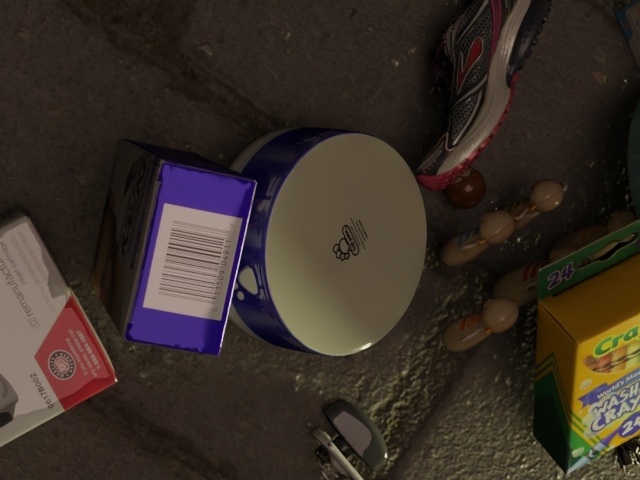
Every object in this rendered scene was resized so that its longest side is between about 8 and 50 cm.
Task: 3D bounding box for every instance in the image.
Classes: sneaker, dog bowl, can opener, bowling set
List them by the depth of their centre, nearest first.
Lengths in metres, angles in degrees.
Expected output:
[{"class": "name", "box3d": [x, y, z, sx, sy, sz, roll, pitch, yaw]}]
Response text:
[{"class": "dog bowl", "box3d": [0.000, 0.000, 1.641, 0.264, 0.104, 0.265, -6, 99, -42]}, {"class": "bowling set", "box3d": [0.230, -0.010, 1.709, 0.287, 0.154, 0.200, -36, 91, -34]}, {"class": "sneaker", "box3d": [0.179, -0.197, 1.715, 0.112, 0.121, 0.299, 25, 73, -4]}, {"class": "can opener", "box3d": [0.085, 0.330, 1.777, 0.093, 0.074, 0.280, -37, 105, -9]}]

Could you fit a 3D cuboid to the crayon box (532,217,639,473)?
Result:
[{"class": "crayon box", "box3d": [0.363, 0.124, 1.695, 0.203, 0.083, 0.323, -25, 139, -15]}]

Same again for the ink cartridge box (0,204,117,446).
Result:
[{"class": "ink cartridge box", "box3d": [-0.417, 0.130, 1.587, 0.306, 0.131, 0.226, -30, 104, -11]}]

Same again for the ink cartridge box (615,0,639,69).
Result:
[{"class": "ink cartridge box", "box3d": [0.455, -0.271, 1.765, 0.090, 0.143, 0.092, -30, 103, -10]}]

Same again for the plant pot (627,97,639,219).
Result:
[{"class": "plant pot", "box3d": [0.560, -0.091, 1.711, 0.293, 0.235, 0.293, 9, 76, -39]}]

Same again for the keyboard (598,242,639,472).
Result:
[{"class": "keyboard", "box3d": [0.425, 0.178, 1.874, 0.201, 0.033, 0.317, -41, 104, -12]}]

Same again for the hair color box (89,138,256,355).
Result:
[{"class": "hair color box", "box3d": [-0.170, -0.003, 1.527, 0.110, 0.339, 0.185, 12, 94, -15]}]
